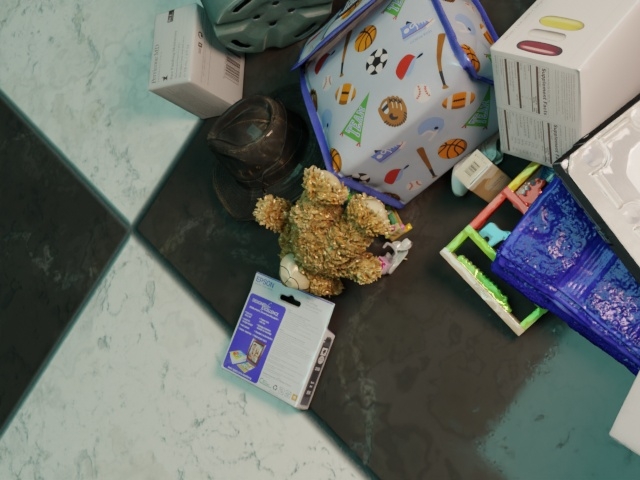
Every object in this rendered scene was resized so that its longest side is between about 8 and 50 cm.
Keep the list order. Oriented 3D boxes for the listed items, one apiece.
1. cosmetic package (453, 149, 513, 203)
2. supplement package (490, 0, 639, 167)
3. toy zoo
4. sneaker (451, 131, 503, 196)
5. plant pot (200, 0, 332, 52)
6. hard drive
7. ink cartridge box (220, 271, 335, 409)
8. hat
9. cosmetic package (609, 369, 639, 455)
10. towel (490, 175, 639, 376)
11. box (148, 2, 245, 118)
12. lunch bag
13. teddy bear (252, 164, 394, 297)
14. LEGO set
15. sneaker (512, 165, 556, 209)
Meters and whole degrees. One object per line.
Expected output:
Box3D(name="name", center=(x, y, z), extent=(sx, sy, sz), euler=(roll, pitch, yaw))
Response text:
Box3D(name="cosmetic package", center=(0.279, -0.105, 1.439), extent=(0.060, 0.115, 0.041), euler=(-48, 58, 15))
Box3D(name="supplement package", center=(0.396, -0.268, 1.289), extent=(0.145, 0.204, 0.262), euler=(24, 59, 35))
Box3D(name="toy zoo", center=(0.362, -0.013, 1.374), extent=(0.293, 0.030, 0.192), euler=(-47, 76, 15))
Box3D(name="sneaker", center=(0.280, -0.142, 1.487), extent=(0.061, 0.054, 0.152), euler=(30, 94, 33))
Box3D(name="plant pot", center=(-0.140, -0.592, 1.738), extent=(0.341, 0.341, 0.334), euler=(-26, 72, 26))
Box3D(name="hard drive", center=(0.526, -0.118, 1.186), extent=(0.339, 0.064, 0.237), euler=(-37, 92, 0))
Box3D(name="ink cartridge box", center=(-0.075, 0.189, 1.636), extent=(0.206, 0.045, 0.208), euler=(21, 90, 36))
Box3D(name="hat", center=(-0.136, -0.197, 1.692), extent=(0.331, 0.134, 0.331), euler=(-20, 59, 36))
Box3D(name="cosmetic package", center=(0.521, 0.173, 1.101), extent=(0.138, 0.225, 0.224), euler=(32, 117, 34))
Box3D(name="towel", center=(0.437, 0.041, 1.276), extent=(0.308, 0.076, 0.227), euler=(38, 100, 19))
Box3D(name="box", center=(-0.262, -0.382, 1.832), extent=(0.119, 0.182, 0.181), euler=(-6, 74, 31))
Box3D(name="lunch bag", center=(0.131, -0.314, 1.497), extent=(0.328, 0.239, 0.385), euler=(-37, 51, 30))
Box3D(name="teddy bear", center=(0.000, 0.000, 1.483), extent=(0.338, 0.245, 0.113), euler=(-28, 30, 53))
Box3D(name="LEGO set", center=(0.056, -0.067, 1.581), extent=(0.287, 0.107, 0.132), euler=(41, 101, 34))
Box3D(name="sneaker", center=(0.390, -0.109, 1.412), extent=(0.073, 0.063, 0.162), euler=(35, 104, 20))
